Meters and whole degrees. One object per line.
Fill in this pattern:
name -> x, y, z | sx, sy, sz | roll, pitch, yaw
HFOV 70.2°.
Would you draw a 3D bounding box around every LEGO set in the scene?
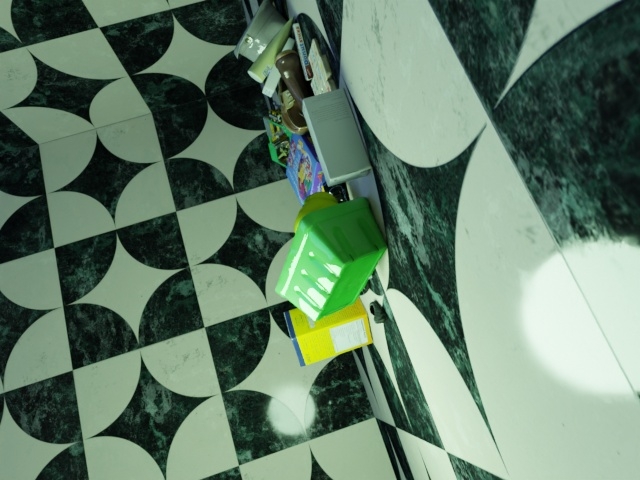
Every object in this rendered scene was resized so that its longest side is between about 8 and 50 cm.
LEGO set -> -0.106, -0.469, 2.040 | 0.255, 0.192, 0.331 | 27, 147, 39

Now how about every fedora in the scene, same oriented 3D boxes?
fedora -> -0.206, -0.770, 1.708 | 0.124, 0.275, 0.243 | 36, -147, -16

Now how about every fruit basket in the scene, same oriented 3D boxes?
fruit basket -> 0.000, 0.000, 1.391 | 0.392, 0.283, 0.391 | 28, 128, 45

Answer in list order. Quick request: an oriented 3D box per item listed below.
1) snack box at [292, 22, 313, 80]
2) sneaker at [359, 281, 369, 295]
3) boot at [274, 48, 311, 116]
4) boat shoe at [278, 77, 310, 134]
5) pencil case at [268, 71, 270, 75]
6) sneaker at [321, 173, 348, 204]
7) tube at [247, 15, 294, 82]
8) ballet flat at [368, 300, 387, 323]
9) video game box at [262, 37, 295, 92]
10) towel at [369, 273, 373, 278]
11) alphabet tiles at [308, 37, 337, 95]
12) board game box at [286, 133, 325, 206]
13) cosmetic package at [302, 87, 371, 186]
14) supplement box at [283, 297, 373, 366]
snack box -> -0.061, -0.634, 1.536 | 0.064, 0.022, 0.178 | -119, 12, -72
sneaker -> 0.105, 0.086, 1.788 | 0.124, 0.107, 0.283 | 66, -175, -82
boot -> -0.071, -0.539, 1.607 | 0.206, 0.090, 0.248 | 64, -174, 6
boat shoe -> -0.108, -0.550, 1.797 | 0.119, 0.123, 0.323 | 89, 164, -54
pencil case -> -0.235, -0.835, 2.121 | 0.119, 0.133, 0.306 | 35, -168, -23
sneaker -> 0.062, -0.153, 1.590 | 0.232, 0.082, 0.090 | 68, 178, -59
tube -> -0.161, -0.662, 1.574 | 0.070, 0.240, 0.062 | 35, 179, 42
ballet flat -> 0.197, 0.259, 1.656 | 0.173, 0.049, 0.057 | -144, 38, -81
video game box -> -0.164, -0.665, 1.753 | 0.187, 0.048, 0.205 | -125, 59, -77
towel -> 0.043, 0.080, 1.645 | 0.121, 0.284, 0.234 | 12, -123, -45
alphabet tiles -> 0.010, -0.457, 1.399 | 0.284, 0.021, 0.277 | -151, 44, -83
board game box -> -0.045, -0.280, 1.780 | 0.347, 0.078, 0.233 | -116, 31, -49
cosmetic package -> 0.040, -0.269, 1.197 | 0.085, 0.118, 0.231 | 107, 147, -82
supplement box -> 0.037, 0.404, 2.115 | 0.195, 0.357, 0.194 | -115, 9, -56
